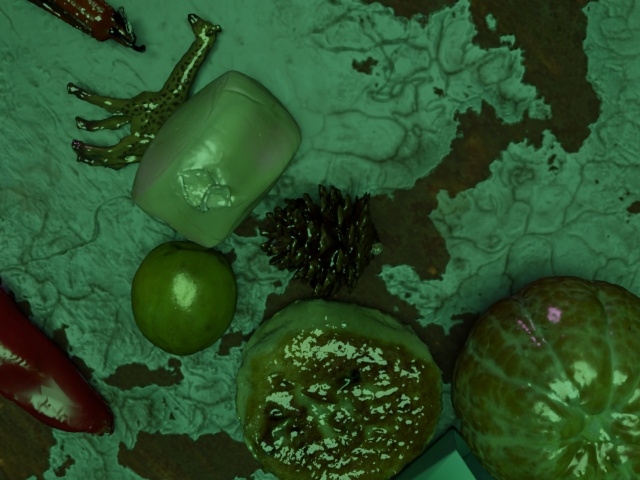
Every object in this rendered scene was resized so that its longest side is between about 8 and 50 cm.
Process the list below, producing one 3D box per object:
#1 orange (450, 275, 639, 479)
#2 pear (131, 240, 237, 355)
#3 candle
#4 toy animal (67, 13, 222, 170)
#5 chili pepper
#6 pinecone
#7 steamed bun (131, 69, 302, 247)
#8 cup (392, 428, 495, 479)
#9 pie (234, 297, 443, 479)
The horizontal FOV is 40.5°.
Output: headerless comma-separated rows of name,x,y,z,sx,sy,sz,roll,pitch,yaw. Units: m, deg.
orange,0.347,0.211,1.193,0.329,0.249,0.329,-1,105,-3
pear,-0.191,0.079,1.223,0.148,0.149,0.162,10,111,-2
candle,-0.368,-0.344,1.199,0.301,0.059,0.084,36,93,2
toy animal,-0.241,-0.201,1.229,0.275,0.054,0.149,-29,92,5
chili pepper,-0.446,0.157,1.252,0.110,0.110,0.387,-41,101,5
pinecone,0.000,0.000,1.207,0.173,0.173,0.174,0,98,-1
steamed bun,-0.134,-0.108,1.176,0.170,0.152,0.239,40,88,-20
cup,0.141,0.400,1.276,0.235,0.134,0.148,-36,65,10
pie,0.023,0.235,1.273,0.315,0.092,0.315,0,99,-2
